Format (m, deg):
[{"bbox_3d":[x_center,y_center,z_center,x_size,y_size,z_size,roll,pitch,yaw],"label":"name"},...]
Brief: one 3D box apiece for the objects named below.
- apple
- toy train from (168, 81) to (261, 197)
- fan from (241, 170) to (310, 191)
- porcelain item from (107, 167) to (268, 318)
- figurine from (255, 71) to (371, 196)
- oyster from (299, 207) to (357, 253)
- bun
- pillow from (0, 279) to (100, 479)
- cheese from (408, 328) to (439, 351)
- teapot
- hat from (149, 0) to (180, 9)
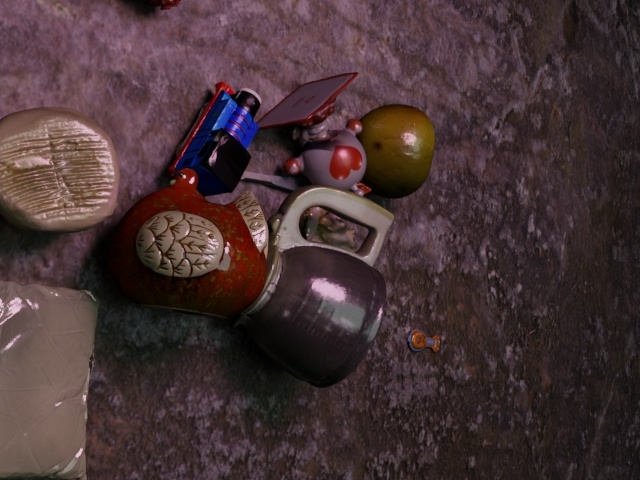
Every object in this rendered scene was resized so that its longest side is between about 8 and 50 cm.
[{"bbox_3d":[0.145,-0.184,1.608,0.157,0.196,0.196,7,81,-5],"label":"apple"},{"bbox_3d":[-0.167,-0.172,1.334,0.083,0.131,0.204,42,60,-34],"label":"toy train"},{"bbox_3d":[-0.058,-0.113,1.516,0.282,0.023,0.057,9,83,-45],"label":"fan"},{"bbox_3d":[-0.198,0.000,1.225,0.253,0.253,0.253,3,85,-44],"label":"porcelain item"},{"bbox_3d":[0.019,-0.169,1.497,0.183,0.160,0.226,-47,119,-35],"label":"figurine"},{"bbox_3d":[-0.003,0.009,1.535,0.133,0.072,0.209,-54,132,-7],"label":"oyster"},{"bbox_3d":[-0.390,-0.095,1.121,0.193,0.128,0.178,-12,96,-33],"label":"bun"},{"bbox_3d":[-0.438,0.193,1.090,0.274,0.076,0.281,14,72,-45],"label":"pillow"},{"bbox_3d":[0.232,0.226,1.780,0.111,0.017,0.047,15,80,-43],"label":"cheese"},{"bbox_3d":[-0.014,0.077,1.371,0.239,0.239,0.321,31,110,-25],"label":"teapot"},{"bbox_3d":[-0.255,-0.515,1.289,0.236,0.107,0.286,1,86,-16],"label":"hat"}]
